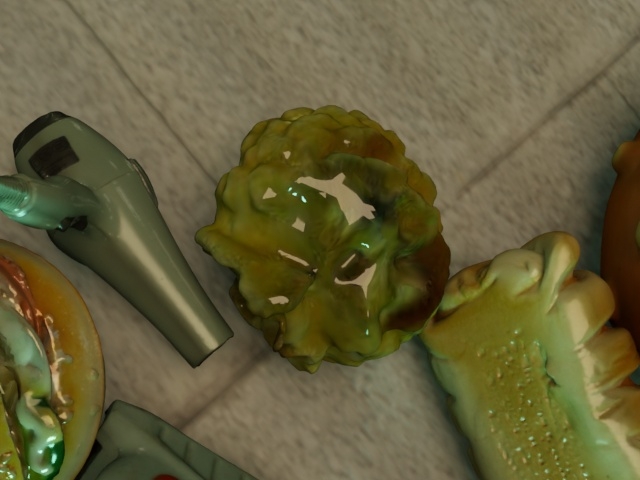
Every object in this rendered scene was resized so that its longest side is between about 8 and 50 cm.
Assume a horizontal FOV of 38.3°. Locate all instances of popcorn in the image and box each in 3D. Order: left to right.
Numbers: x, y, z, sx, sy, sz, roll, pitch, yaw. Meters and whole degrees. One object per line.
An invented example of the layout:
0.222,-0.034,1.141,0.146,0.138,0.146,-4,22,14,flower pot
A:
0.002,0.002,0.740,0.189,0.169,0.218,-43,111,-15,popcorn

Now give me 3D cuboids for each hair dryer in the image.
-0.147,0.019,0.660,0.092,0.267,0.229,-39,106,5,hair dryer

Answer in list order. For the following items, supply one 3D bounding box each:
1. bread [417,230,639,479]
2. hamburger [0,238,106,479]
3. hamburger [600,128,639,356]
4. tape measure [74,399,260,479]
0.203,0.157,0.773,0.121,0.173,0.311,-12,79,-55,bread
-0.255,0.102,0.626,0.237,0.147,0.237,-1,88,14,hamburger
0.424,-0.031,0.768,0.277,0.396,0.395,26,72,-16,hamburger
-0.085,0.253,0.639,0.243,0.246,0.125,32,108,-11,tape measure
